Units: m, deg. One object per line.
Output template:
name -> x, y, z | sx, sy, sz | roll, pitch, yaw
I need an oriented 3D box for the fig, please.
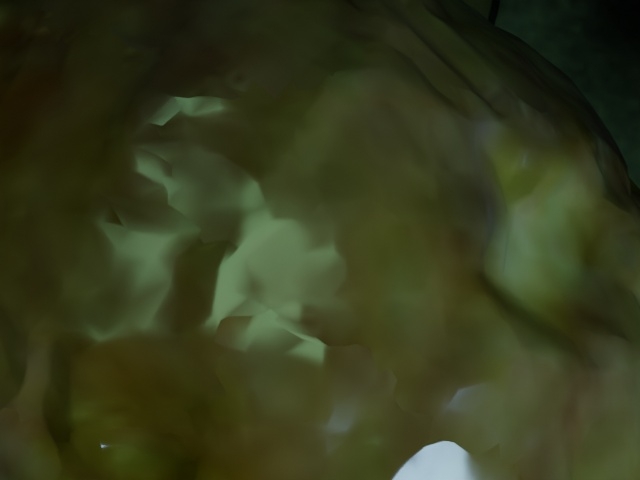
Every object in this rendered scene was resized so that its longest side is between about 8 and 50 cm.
fig -> 0.000, 0.000, 0.540 | 0.286, 0.286, 0.369 | 30, 48, 5
